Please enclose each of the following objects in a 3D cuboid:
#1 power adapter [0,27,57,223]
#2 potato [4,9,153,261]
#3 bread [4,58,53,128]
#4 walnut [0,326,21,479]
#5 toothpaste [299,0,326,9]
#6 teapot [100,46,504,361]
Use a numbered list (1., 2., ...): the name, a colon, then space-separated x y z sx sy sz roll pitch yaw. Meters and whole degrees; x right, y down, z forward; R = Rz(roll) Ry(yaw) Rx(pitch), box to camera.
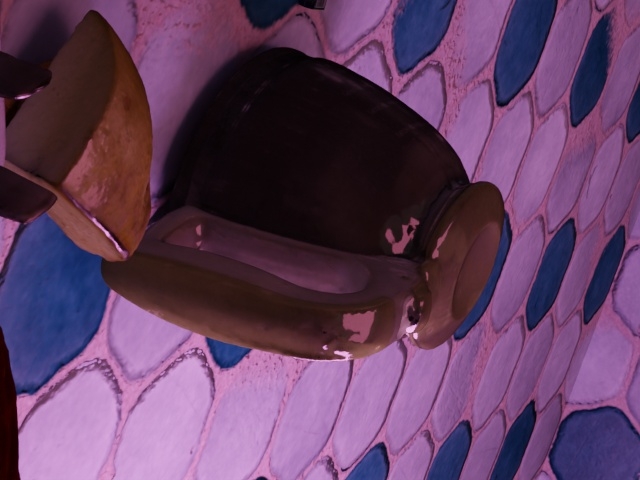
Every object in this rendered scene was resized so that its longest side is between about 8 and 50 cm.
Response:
1. power adapter: -0.220 -0.080 0.686 0.124 0.255 0.187 -48 151 -45
2. potato: -0.131 -0.059 1.062 0.120 0.081 0.149 -58 155 -14
3. bread: -0.187 -0.068 1.068 0.110 0.024 0.110 -46 149 -39
4. walnut: -0.261 0.121 0.869 0.244 0.222 0.269 -149 -109 -81
5. toothpaste: 0.003 -0.234 1.353 0.020 0.017 0.083 -13 122 -60
6. teapot: 0.010 -0.021 1.278 0.239 0.239 0.321 -69 157 -1
